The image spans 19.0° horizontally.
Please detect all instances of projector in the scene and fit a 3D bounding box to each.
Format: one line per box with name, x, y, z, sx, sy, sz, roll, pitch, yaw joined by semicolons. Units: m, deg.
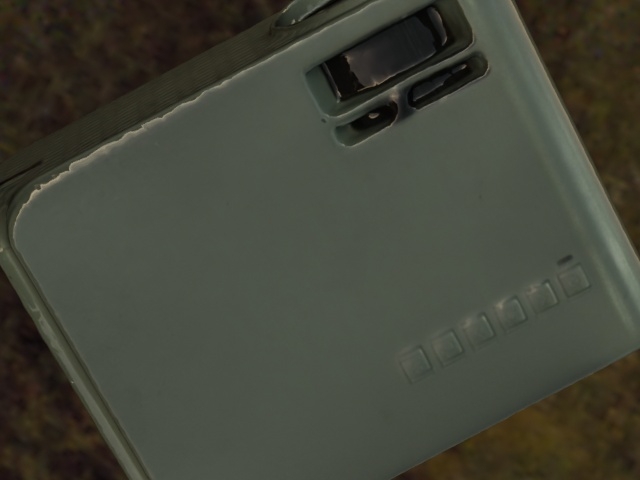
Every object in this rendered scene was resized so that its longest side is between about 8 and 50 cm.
projector;0.000;0.000;0.868;0.250;0.108;0.198;-28;106;3
